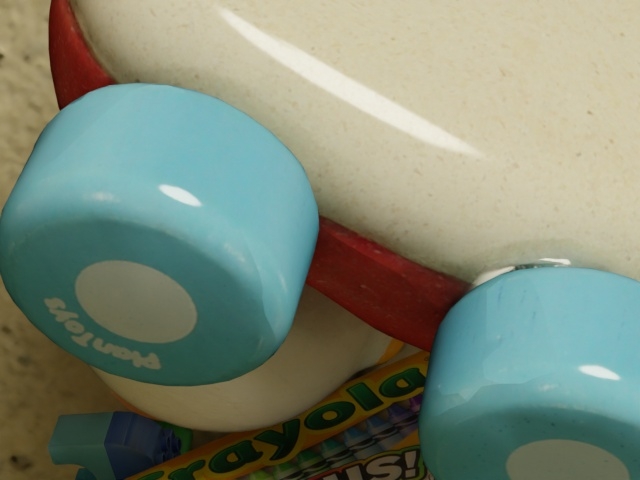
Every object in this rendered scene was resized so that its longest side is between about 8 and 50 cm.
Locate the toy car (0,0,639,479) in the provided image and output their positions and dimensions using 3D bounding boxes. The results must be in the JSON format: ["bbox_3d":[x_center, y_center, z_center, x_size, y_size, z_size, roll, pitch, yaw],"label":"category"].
[{"bbox_3d":[0.000,0.000,0.474,0.210,0.219,0.238,23,140,-9],"label":"toy car"}]

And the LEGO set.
[{"bbox_3d":[-0.042,0.115,0.614,0.093,0.087,0.227,-5,124,11],"label":"LEGO set"}]

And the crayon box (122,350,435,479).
[{"bbox_3d":[0.017,0.123,0.494,0.279,0.165,0.081,-23,113,-12],"label":"crayon box"}]
